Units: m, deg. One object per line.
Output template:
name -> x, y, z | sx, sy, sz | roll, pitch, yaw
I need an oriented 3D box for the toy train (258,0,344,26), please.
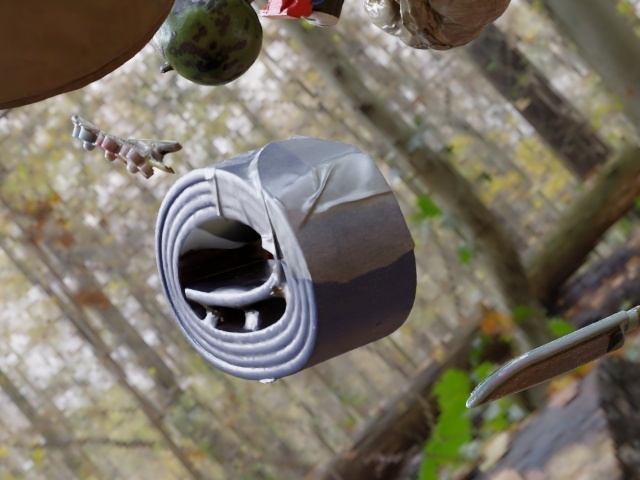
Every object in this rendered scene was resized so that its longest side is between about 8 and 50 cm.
toy train -> 0.006, -0.349, 1.721 | 0.083, 0.131, 0.204 | 16, 92, 62

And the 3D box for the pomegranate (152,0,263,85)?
pomegranate -> -0.103, -0.226, 1.476 | 0.161, 0.122, 0.122 | -52, -7, -9

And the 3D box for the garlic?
garlic -> 0.144, -0.348, 1.949 | 0.228, 0.228, 0.152 | -51, 1, 45

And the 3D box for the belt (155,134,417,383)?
belt -> -0.043, 0.017, 1.392 | 0.117, 0.212, 0.347 | -18, 2, -26

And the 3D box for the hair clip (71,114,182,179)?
hair clip -> -0.270, -0.123, 1.991 | 0.062, 0.214, 0.056 | 41, -110, -50

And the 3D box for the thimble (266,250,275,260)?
thimble -> -0.003, 0.002, 1.850 | 0.125, 0.163, 0.189 | -44, -24, -33

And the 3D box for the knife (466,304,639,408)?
knife -> 0.287, 0.099, 1.464 | 0.343, 0.027, 0.061 | -19, -35, -27

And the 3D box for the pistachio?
pistachio -> -0.216, -0.161, 0.846 | 0.163, 0.260, 0.212 | 100, -170, -75
